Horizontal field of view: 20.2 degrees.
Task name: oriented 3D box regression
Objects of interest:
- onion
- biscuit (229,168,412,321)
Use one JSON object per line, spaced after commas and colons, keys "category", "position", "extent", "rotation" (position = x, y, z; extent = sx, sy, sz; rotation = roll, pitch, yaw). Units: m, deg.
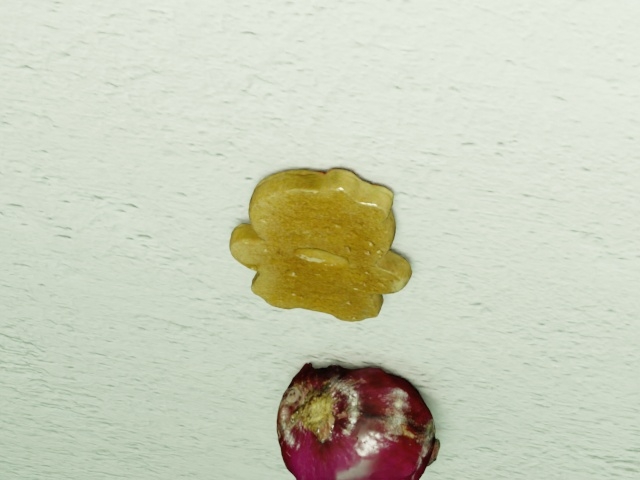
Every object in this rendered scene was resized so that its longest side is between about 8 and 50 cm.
{"category": "onion", "position": [0.051, 0.218, 1.842], "extent": [0.173, 0.135, 0.198], "rotation": [-10, 145, 45]}
{"category": "biscuit", "position": [0.000, 0.000, 1.577], "extent": [0.166, 0.036, 0.225], "rotation": [11, 149, 8]}
